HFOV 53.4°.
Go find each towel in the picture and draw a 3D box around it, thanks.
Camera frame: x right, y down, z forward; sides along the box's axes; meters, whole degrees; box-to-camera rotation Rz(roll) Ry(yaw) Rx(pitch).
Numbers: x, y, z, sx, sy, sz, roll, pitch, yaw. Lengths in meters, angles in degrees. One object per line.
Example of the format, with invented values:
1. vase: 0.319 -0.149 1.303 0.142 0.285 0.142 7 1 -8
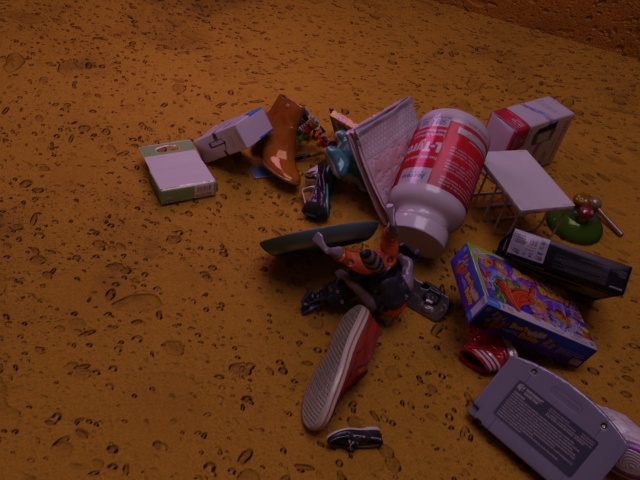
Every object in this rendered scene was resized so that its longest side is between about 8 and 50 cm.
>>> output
1. towel: 0.241 -0.252 1.972 0.053 0.316 0.332 -7 24 46

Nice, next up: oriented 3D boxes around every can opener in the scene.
1. can opener: 0.222 0.120 1.720 0.283 0.076 0.095 30 13 20

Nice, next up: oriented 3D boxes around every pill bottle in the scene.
1. pill bottle: 0.334 -0.164 1.852 0.229 0.229 0.407 20 66 9

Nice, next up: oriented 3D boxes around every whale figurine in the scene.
1. whale figurine: 0.117 -0.257 1.966 0.272 0.141 0.216 -12 75 -61

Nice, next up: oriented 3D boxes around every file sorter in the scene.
1. file sorter: 0.603 -0.129 1.980 0.193 0.173 0.277 -6 45 -19

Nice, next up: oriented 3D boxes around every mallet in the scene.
1. mallet: -0.027 -0.276 2.109 0.190 0.062 0.039 -19 47 -10

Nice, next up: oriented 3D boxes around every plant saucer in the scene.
1. plant saucer: 0.000 0.000 1.664 0.318 0.317 0.043 -9 86 -21

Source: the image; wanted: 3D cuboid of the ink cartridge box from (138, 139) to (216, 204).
1. ink cartridge box: -0.436 -0.211 1.927 0.171 0.056 0.235 -14 45 -26

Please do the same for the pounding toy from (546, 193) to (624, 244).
1. pounding toy: 0.854 -0.090 2.040 0.237 0.110 0.183 -9 46 -21

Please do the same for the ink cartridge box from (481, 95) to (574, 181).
1. ink cartridge box: 0.700 -0.353 2.206 0.306 0.226 0.131 -18 50 -28

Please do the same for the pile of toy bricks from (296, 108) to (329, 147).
1. pile of toy bricks: -0.056 -0.360 2.118 0.118 0.105 0.212 36 16 -34

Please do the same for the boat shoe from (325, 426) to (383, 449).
1. boat shoe: 0.074 0.427 1.357 0.125 0.046 0.038 3 37 -22

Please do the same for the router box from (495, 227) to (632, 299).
1. router box: 0.643 0.069 1.732 0.309 0.243 0.081 20 84 9

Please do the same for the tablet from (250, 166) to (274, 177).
1. tablet: -0.178 -0.219 2.028 0.083 0.006 0.054 -9 46 -23

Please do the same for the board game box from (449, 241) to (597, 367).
1. board game box: 0.511 0.163 1.617 0.347 0.078 0.233 23 34 -19

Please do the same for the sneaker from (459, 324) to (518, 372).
1. sneaker: 0.396 0.235 1.606 0.128 0.087 0.221 -6 44 -20

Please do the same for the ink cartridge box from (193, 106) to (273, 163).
1. ink cartridge box: -0.274 -0.329 1.991 0.203 0.085 0.148 -12 25 41

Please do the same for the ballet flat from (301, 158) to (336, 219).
1. ballet flat: -0.006 -0.173 1.958 0.096 0.095 0.280 1 41 10

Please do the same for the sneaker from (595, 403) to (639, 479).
1. sneaker: 0.617 0.426 1.456 0.305 0.114 0.152 31 22 24

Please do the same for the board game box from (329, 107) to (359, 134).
1. board game box: 0.129 -0.351 2.154 0.259 0.124 0.039 38 77 24

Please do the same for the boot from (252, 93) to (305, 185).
1. boot: -0.106 -0.327 2.001 0.104 0.211 0.295 15 27 -46

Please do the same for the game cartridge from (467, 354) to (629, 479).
1. game cartridge: 0.499 0.400 1.390 0.297 0.062 0.198 40 87 27

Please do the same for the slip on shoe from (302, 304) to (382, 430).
1. slip on shoe: 0.058 0.295 1.453 0.101 0.123 0.331 43 47 -14

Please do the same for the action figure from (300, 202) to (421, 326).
1. action figure: 0.102 0.100 1.547 0.341 0.330 0.178 -31 40 0
